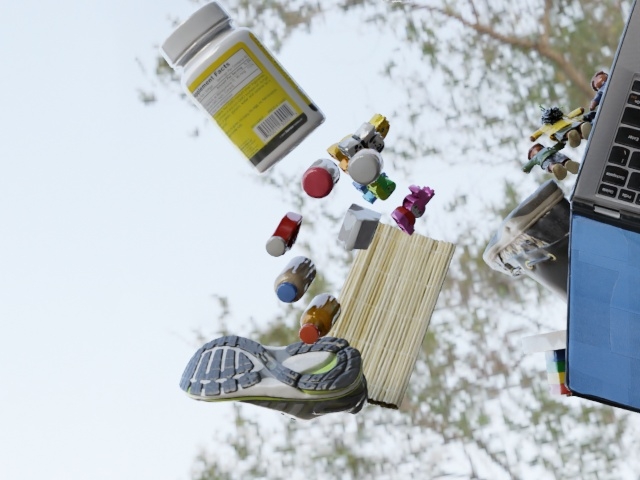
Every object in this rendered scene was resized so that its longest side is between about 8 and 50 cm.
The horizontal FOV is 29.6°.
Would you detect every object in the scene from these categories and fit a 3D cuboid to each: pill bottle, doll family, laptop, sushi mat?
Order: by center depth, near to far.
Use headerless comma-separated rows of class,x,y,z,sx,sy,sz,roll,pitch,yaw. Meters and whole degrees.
laptop,0.473,-0.021,1.245,0.382,0.236,0.407,15,-76,-3
doll family,0.333,-0.151,1.529,0.193,0.111,0.076,-25,-69,-6
pill bottle,-0.101,-0.196,1.549,0.208,0.119,0.119,50,-53,-3
sushi mat,0.096,0.109,1.876,0.151,0.316,0.019,15,-34,12

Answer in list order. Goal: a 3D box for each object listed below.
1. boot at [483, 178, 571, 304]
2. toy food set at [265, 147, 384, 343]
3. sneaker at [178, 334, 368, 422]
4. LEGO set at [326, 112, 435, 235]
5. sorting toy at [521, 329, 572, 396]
boot,0.428,0.062,2.054,0.138,0.284,0.377,-41,-12,-12
toy food set,0.000,0.000,1.446,0.111,0.104,0.232,22,-71,5
sneaker,-0.067,0.213,1.753,0.300,0.111,0.121,0,-41,26
LEGO set,0.084,-0.114,1.680,0.093,0.087,0.227,-50,-38,-7
sorting toy,0.428,0.149,1.579,0.256,0.089,0.257,-5,-7,-10
